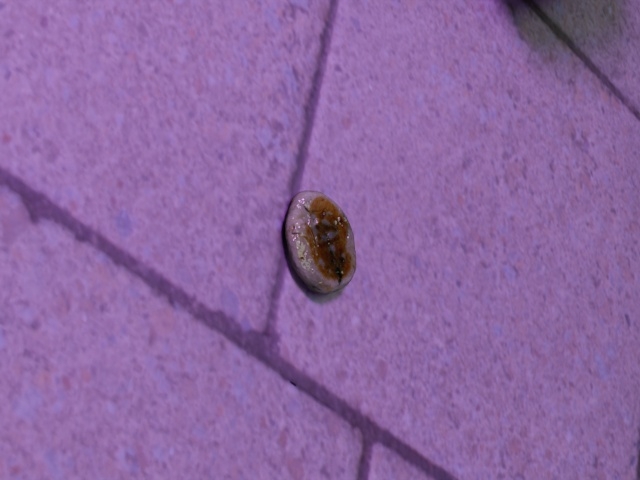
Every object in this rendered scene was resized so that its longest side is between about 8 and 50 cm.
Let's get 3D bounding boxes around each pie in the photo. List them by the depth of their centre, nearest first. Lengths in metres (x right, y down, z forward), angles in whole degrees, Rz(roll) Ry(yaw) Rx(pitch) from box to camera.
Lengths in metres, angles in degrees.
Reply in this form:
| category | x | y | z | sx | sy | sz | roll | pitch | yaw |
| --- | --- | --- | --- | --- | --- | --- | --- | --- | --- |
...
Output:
| category | x | y | z | sx | sy | sz | roll | pitch | yaw |
| --- | --- | --- | --- | --- | --- | --- | --- | --- | --- |
| pie | 0.000 | 0.000 | 1.314 | 0.085 | 0.017 | 0.085 | 22 | 60 | -46 |
